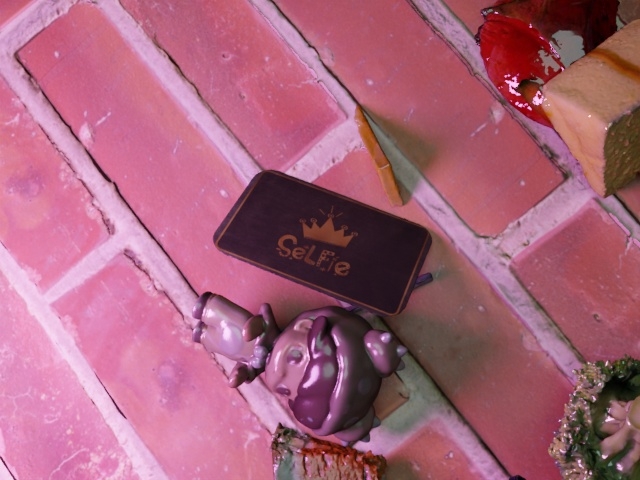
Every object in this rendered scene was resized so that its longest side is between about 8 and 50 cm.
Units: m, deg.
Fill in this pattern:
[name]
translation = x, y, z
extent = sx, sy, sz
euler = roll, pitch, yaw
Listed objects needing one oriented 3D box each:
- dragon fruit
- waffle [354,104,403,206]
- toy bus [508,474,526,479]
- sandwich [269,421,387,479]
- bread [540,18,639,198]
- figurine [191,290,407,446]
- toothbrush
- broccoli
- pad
[dragon fruit]
translation = 0.436, -0.377, 1.470
extent = 0.283, 0.100, 0.343
euler = 5, 82, 12
[waffle]
translation = 0.111, -0.167, 1.520
extent = 0.032, 0.125, 0.191
euler = -24, 46, 5
[toy bus]
translation = 0.362, 0.511, 1.244
extent = 0.288, 0.138, 0.175
euler = 34, 128, -22
[sandwich]
translation = 0.018, 0.475, 1.390
extent = 0.212, 0.109, 0.291
euler = -4, 81, 7
[bread]
translation = 0.560, -0.237, 1.402
extent = 0.263, 0.236, 0.198
euler = -36, 46, 0
[figurine]
translation = -0.049, 0.207, 1.382
extent = 0.381, 0.203, 0.248
euler = 21, 111, 7
[toothbrush]
translation = 0.048, 0.132, 1.478
extent = 0.354, 0.024, 0.029
euler = -23, 72, 4
[broccoli]
translation = 0.518, 0.320, 1.298
extent = 0.235, 0.260, 0.288
euler = 2, 56, 46
[pad]
translation = 0.000, 0.001, 1.398
extent = 0.376, 0.063, 0.314
euler = 20, 50, 9
